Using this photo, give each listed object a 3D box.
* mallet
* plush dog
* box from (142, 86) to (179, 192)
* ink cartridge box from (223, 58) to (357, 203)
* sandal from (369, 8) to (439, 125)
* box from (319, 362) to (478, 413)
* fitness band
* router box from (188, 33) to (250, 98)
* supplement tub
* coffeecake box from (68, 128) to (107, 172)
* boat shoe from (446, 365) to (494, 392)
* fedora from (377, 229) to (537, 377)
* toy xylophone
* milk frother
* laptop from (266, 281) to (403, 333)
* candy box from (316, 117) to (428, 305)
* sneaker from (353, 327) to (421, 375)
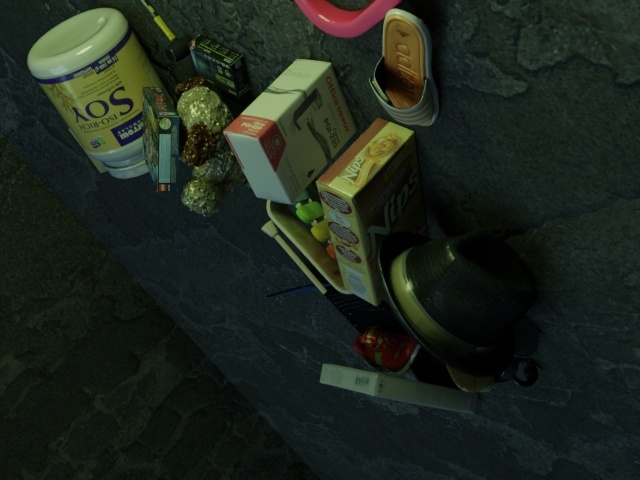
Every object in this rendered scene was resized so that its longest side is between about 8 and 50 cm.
[{"bbox_3d":[-0.326,-0.458,1.634,0.189,0.062,0.039,58,154,1],"label":"mallet"},{"bbox_3d":[-0.226,-0.215,1.643,0.225,0.211,0.262,67,-176,-57],"label":"plush dog"},{"bbox_3d":[-0.337,-0.216,1.657,0.233,0.044,0.159,-128,39,-59],"label":"box"},{"bbox_3d":[-0.047,-0.195,1.407,0.092,0.218,0.158,14,143,38],"label":"ink cartridge box"},{"bbox_3d":[0.118,-0.244,1.210,0.102,0.076,0.265,29,164,22],"label":"sandal"},{"bbox_3d":[0.193,0.364,1.950,0.322,0.058,0.232,18,170,-31],"label":"box"},{"bbox_3d":[0.030,-0.407,1.149,0.209,0.054,0.291,47,156,-10],"label":"fitness band"},{"bbox_3d":[-0.204,-0.352,1.604,0.122,0.038,0.092,30,154,26],"label":"router box"},{"bbox_3d":[-0.480,-0.331,1.811,0.241,0.241,0.331,18,146,42],"label":"supplement tub"},{"bbox_3d":[-0.542,-0.289,2.032,0.068,0.185,0.142,-13,126,26],"label":"coffeecake box"},{"bbox_3d":[0.265,0.166,1.565,0.089,0.105,0.285,29,-137,-61],"label":"boat shoe"},{"bbox_3d":[0.262,0.076,1.386,0.334,0.334,0.152,45,122,-4],"label":"fedora"},{"bbox_3d":[0.000,0.000,1.675,0.323,0.081,0.236,44,-161,-3],"label":"toy xylophone"},{"bbox_3d":[0.398,0.226,1.593,0.143,0.129,0.135,3,162,-16],"label":"milk frother"},{"bbox_3d":[0.035,0.176,1.984,0.264,0.136,0.234,48,156,-10],"label":"laptop"},{"bbox_3d":[0.105,-0.045,1.462,0.087,0.183,0.316,27,151,30],"label":"candy box"},{"bbox_3d":[0.158,0.265,1.958,0.118,0.107,0.279,37,156,-11],"label":"sneaker"}]
